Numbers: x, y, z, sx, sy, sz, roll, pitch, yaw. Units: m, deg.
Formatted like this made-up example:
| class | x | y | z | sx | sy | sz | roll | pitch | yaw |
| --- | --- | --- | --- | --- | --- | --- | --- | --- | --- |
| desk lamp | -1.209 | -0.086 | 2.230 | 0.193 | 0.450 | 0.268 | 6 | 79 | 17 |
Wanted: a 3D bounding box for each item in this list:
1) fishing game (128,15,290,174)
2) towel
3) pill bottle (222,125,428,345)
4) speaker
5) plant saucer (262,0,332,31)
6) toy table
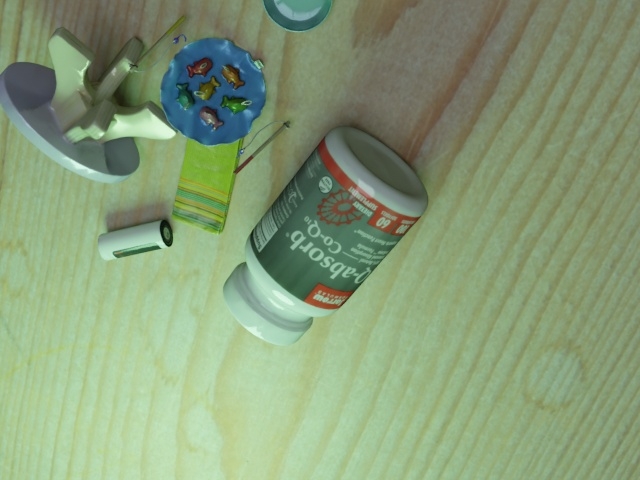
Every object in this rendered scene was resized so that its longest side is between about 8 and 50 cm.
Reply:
| class | x | y | z | sx | sy | sz | roll | pitch | yaw |
| --- | --- | --- | --- | --- | --- | --- | --- | --- | --- |
| fishing game | -0.179 | -0.255 | 1.458 | 0.189 | 0.041 | 0.264 | -43 | 99 | -11 |
| towel | -0.206 | -0.130 | 1.567 | 0.102 | 0.021 | 0.237 | 16 | 114 | 3 |
| pill bottle | 0.000 | 0.000 | 1.479 | 0.210 | 0.210 | 0.363 | 37 | 114 | -5 |
| speaker | -0.354 | 0.000 | 1.629 | 0.136 | 0.055 | 0.055 | -12 | 109 | 14 |
| plant saucer | -0.038 | -0.407 | 1.416 | 0.119 | 0.021 | 0.119 | 4 | 119 | 7 |
| toy table | -0.388 | -0.230 | 1.450 | 0.160 | 0.252 | 0.274 | -32 | 134 | 33 |
